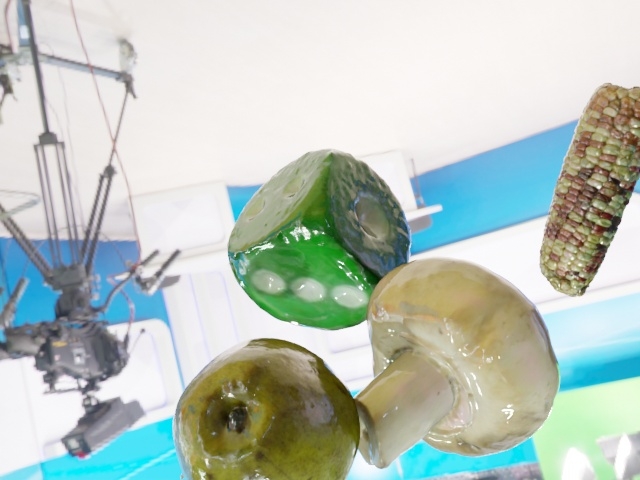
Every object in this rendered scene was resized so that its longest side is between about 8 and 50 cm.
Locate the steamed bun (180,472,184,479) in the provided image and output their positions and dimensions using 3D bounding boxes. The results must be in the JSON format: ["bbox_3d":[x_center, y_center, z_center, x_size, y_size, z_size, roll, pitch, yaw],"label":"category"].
[{"bbox_3d":[-0.112,0.350,1.149,0.232,0.272,0.166,35,165,-33],"label":"steamed bun"}]

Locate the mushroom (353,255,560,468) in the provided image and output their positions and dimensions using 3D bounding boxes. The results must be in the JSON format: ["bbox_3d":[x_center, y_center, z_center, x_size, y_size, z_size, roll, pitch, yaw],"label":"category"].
[{"bbox_3d":[0.198,0.199,1.076,0.354,0.324,0.353,-10,154,-5],"label":"mushroom"}]

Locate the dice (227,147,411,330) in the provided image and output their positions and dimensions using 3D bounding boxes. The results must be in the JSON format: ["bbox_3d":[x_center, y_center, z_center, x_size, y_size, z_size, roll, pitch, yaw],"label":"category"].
[{"bbox_3d":[0.000,0.000,1.379,0.300,0.287,0.297,-26,125,37],"label":"dice"}]

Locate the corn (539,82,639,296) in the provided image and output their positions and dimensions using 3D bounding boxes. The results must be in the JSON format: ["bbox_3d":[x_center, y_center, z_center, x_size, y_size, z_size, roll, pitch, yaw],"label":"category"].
[{"bbox_3d":[0.319,-0.058,0.747,0.086,0.253,0.086,14,-167,-3],"label":"corn"}]

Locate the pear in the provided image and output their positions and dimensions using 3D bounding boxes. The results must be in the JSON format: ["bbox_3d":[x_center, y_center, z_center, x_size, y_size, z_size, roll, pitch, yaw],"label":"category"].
[{"bbox_3d":[-0.071,0.254,0.871,0.253,0.252,0.307,-14,156,3],"label":"pear"}]
